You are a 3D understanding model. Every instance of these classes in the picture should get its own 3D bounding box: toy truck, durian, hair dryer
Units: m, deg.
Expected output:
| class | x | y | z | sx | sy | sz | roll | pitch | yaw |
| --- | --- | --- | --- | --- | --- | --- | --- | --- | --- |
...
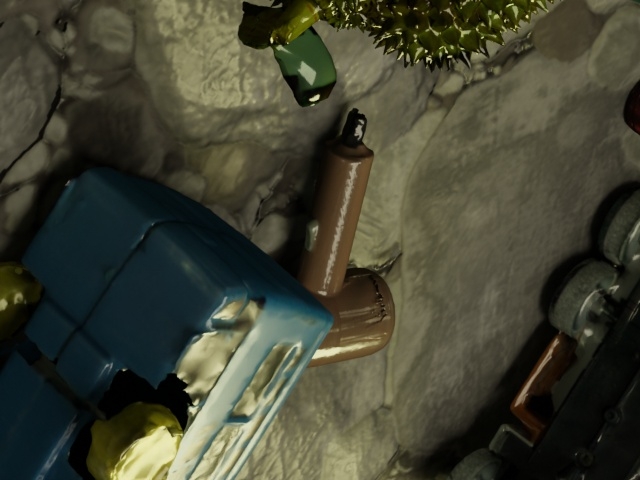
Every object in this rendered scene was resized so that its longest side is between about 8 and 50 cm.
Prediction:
| class | x | y | z | sx | sy | sz | roll | pitch | yaw |
| --- | --- | --- | --- | --- | --- | --- | --- | --- | --- |
| toy truck | 0.275 | 0.138 | 1.295 | 0.207 | 0.173 | 0.387 | 14 | 109 | -58 |
| durian | 0.046 | -0.176 | 0.837 | 0.198 | 0.159 | 0.146 | -9 | 125 | 5 |
| hair dryer | 0.000 | 0.000 | 1.020 | 0.117 | 0.064 | 0.181 | -6 | 118 | -38 |
| toy truck | -0.158 | 0.153 | 0.921 | 0.385 | 0.161 | 0.162 | -58 | 149 | 11 |

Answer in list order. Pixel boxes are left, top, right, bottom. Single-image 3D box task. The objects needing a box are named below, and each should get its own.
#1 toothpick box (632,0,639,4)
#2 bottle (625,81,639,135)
| class | x | y | z | sx | sy | sz | roll | pitch | yaw |
| --- | --- | --- | --- | --- | --- | --- | --- | --- | --- |
| toothpick box | 0.193 | -0.202 | 0.918 | 0.120 | 0.184 | 0.120 | -24 | 135 | -27 |
| bottle | 0.303 | -0.066 | 1.150 | 0.060 | 0.164 | 0.060 | -25 | 136 | -26 |
